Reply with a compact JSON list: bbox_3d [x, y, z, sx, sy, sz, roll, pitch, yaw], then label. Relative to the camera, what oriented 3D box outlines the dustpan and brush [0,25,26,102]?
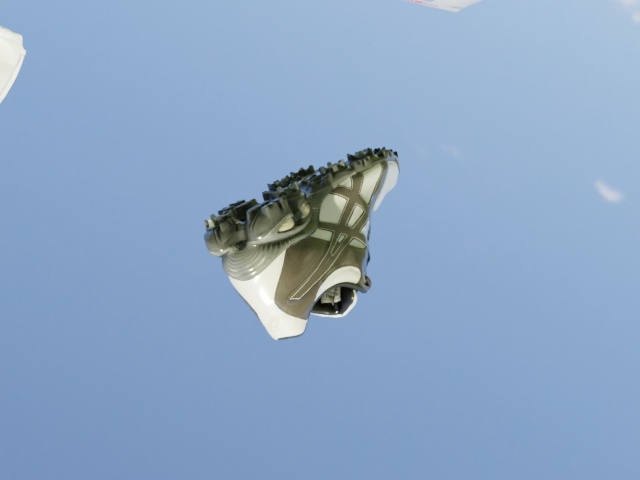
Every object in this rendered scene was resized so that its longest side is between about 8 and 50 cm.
[{"bbox_3d":[-0.290,-0.067,0.789,0.147,0.211,0.060,25,-168,-20],"label":"dustpan and brush"}]

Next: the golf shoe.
[{"bbox_3d":[0.000,0.000,0.820,0.198,0.077,0.093,-33,-77,-53],"label":"golf shoe"}]

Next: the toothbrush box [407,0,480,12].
[{"bbox_3d":[0.020,-0.287,0.689,0.206,0.283,0.122,11,-176,-6],"label":"toothbrush box"}]
